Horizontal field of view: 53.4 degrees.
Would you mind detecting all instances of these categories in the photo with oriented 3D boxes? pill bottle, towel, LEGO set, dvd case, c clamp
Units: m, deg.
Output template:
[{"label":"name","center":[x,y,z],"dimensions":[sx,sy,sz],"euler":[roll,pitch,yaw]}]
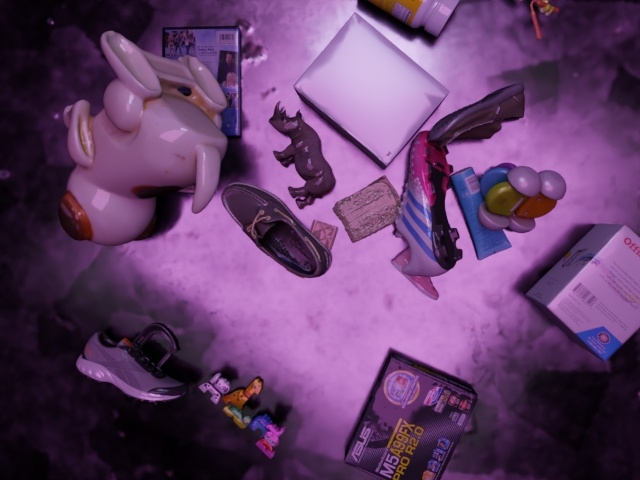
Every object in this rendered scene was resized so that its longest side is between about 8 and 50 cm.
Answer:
[{"label":"pill bottle","center":[0.192,-0.538,1.379],"dimensions":[0.208,0.119,0.119],"euler":[32,94,1]},{"label":"towel","center":[0.113,-0.069,1.453],"dimensions":[0.148,0.027,0.110],"euler":[-30,92,3]},{"label":"LEGO set","center":[-0.158,0.377,1.465],"dimensions":[0.227,0.087,0.093],"euler":[42,91,7]},{"label":"dvd case","center":[-0.274,-0.363,1.465],"dimensions":[0.180,0.022,0.253],"euler":[0,93,4]},{"label":"c clamp","center":[-0.395,0.283,1.507],"dimensions":[0.137,0.022,0.160],"euler":[37,96,6]}]

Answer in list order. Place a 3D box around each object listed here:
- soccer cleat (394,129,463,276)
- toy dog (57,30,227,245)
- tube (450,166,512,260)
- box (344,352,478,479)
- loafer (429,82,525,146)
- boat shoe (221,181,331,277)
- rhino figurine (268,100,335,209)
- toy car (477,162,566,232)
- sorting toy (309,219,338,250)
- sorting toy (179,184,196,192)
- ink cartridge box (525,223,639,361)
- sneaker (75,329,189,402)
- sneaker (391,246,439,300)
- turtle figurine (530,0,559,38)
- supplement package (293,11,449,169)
[{"label":"soccer cleat","center":[0.214,-0.079,1.391],"dimensions":[0.143,0.116,0.331],"euler":[-20,65,40]},{"label":"toy dog","center":[-0.380,-0.159,1.351],"dimensions":[0.408,0.284,0.395],"euler":[-43,77,28]},{"label":"tube","center":[0.356,-0.062,1.430],"dimensions":[0.080,0.052,0.207],"euler":[-23,97,8]},{"label":"box","center":[0.204,0.424,1.454],"dimensions":[0.216,0.060,0.270],"euler":[25,94,2]},{"label":"loafer","center":[0.350,-0.257,1.374],"dimensions":[0.251,0.094,0.087],"euler":[-28,101,-14]},{"label":"boat shoe","center":[-0.106,-0.025,1.430],"dimensions":[0.305,0.091,0.109],"euler":[39,102,4]},{"label":"rhino figurine","center":[-0.047,-0.200,1.434],"dimensions":[0.106,0.073,0.243],"euler":[-22,90,8]},{"label":"toy car","center":[0.420,-0.108,1.376],"dimensions":[0.182,0.159,0.136],"euler":[3,49,-30]},{"label":"sorting toy","center":[0.000,0.000,1.470],"dimensions":[0.062,0.012,0.083],"euler":[18,94,5]},{"label":"sorting toy","center":[-0.289,-0.150,1.468],"dimensions":[0.083,0.045,0.075],"euler":[0,85,4]},{"label":"ink cartridge box","center":[0.599,0.102,1.360],"dimensions":[0.171,0.168,0.232],"euler":[44,94,0]},{"label":"sneaker","center":[-0.424,0.291,1.452],"dimensions":[0.272,0.100,0.108],"euler":[21,89,8]},{"label":"sneaker","center":[0.231,0.071,1.439],"dimensions":[0.134,0.051,0.070],"euler":[43,100,5]},{"label":"turtle figurine","center":[0.492,-0.573,1.375],"dimensions":[0.217,0.087,0.269],"euler":[-18,83,-3]},{"label":"supplement package","center":[0.109,-0.316,1.382],"dimensions":[0.262,0.145,0.204],"euler":[41,95,0]}]
